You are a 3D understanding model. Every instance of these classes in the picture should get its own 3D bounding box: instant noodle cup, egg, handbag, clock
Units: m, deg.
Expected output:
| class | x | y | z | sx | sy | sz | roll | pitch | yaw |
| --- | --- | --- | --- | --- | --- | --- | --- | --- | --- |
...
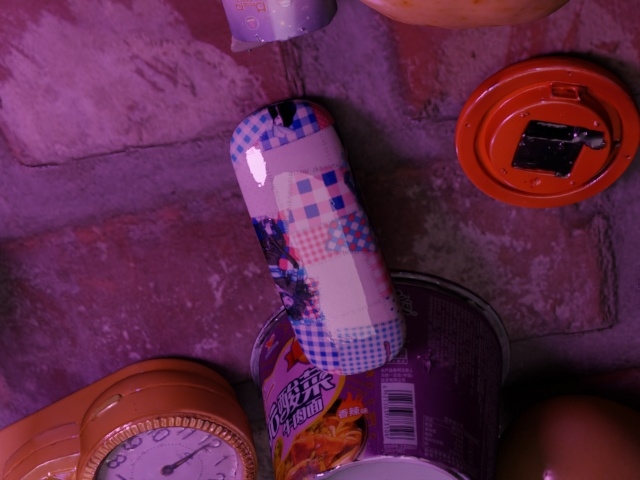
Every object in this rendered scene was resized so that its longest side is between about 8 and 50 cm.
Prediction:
| class | x | y | z | sx | sy | sz | roll | pitch | yaw |
| --- | --- | --- | --- | --- | --- | --- | --- | --- | --- |
| instant noodle cup | 0.079 | 0.246 | 1.993 | 0.340 | 0.266 | 0.339 | -1 | 134 | -1 |
| egg | 0.346 | 0.329 | 2.080 | 0.250 | 0.250 | 0.322 | -29 | 129 | 24 |
| handbag | -0.049 | -0.272 | 1.629 | 0.117 | 0.095 | 0.173 | -5 | 125 | 11 |
| clock | 0.250 | -0.115 | 1.801 | 0.205 | 0.051 | 0.205 | 0 | 133 | 0 |
| clock | -0.234 | 0.281 | 2.081 | 0.317 | 0.200 | 0.244 | -34 | 129 | 17 |

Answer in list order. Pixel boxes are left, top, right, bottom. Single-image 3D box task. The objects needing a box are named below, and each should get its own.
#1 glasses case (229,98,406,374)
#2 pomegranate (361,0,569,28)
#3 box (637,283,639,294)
| class | x | y | z | sx | sy | sz | roll | pitch | yaw |
| --- | --- | --- | --- | --- | --- | --- | --- | --- | --- |
| glasses case | 0.000 | 0.000 | 1.828 | 0.125 | 0.076 | 0.327 | -17 | 108 | 11 |
| pomegranate | 0.118 | -0.355 | 1.409 | 0.343 | 0.342 | 0.342 | 0 | 133 | 0 |
| box | 0.526 | 0.158 | 2.037 | 0.198 | 0.084 | 0.310 | -15 | 132 | 13 |
